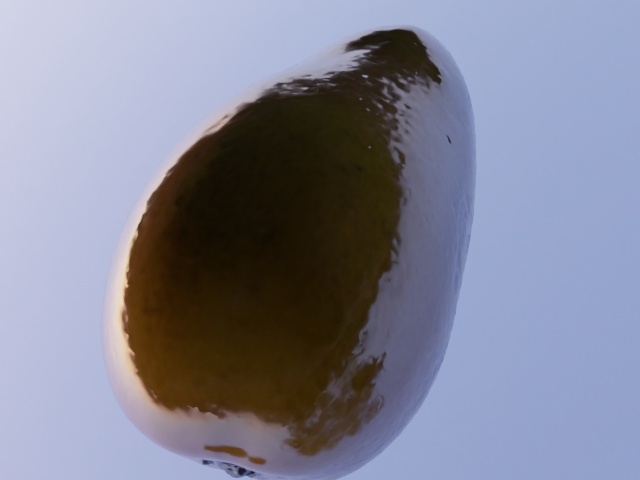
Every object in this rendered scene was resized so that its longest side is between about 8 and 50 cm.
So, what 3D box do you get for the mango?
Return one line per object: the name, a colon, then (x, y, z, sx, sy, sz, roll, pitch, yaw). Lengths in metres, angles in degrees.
mango: (0.000, 0.000, 0.679, 0.221, 0.264, 0.378, 17, -129, 19)
